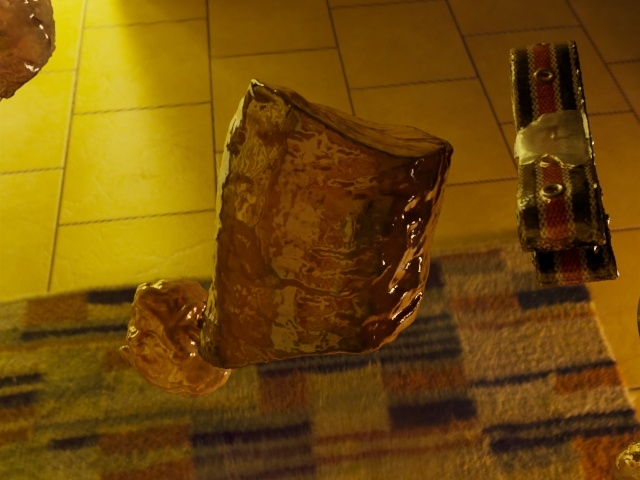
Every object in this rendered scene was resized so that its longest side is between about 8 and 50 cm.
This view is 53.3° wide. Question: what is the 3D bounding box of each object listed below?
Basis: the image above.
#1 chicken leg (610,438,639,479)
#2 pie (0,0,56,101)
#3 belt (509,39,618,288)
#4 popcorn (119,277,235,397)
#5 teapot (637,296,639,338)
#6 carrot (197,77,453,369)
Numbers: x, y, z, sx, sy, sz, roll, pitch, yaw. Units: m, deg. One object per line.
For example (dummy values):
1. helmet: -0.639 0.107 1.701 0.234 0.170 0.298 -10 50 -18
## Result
1. chicken leg: 0.390 0.311 0.790 0.107 0.252 0.087 39 53 11
2. pie: -0.274 -0.124 0.370 0.218 0.185 0.052 -29 61 6
3. belt: 0.277 -0.111 0.755 0.094 0.126 0.360 -10 51 22
4. popcorn: -0.249 0.183 1.163 0.191 0.253 0.190 -54 31 11
5. teapot: 0.307 0.066 0.431 0.165 0.119 0.130 35 104 36
6. carrot: 0.000 0.000 0.683 0.241 0.341 0.241 9 26 -4
